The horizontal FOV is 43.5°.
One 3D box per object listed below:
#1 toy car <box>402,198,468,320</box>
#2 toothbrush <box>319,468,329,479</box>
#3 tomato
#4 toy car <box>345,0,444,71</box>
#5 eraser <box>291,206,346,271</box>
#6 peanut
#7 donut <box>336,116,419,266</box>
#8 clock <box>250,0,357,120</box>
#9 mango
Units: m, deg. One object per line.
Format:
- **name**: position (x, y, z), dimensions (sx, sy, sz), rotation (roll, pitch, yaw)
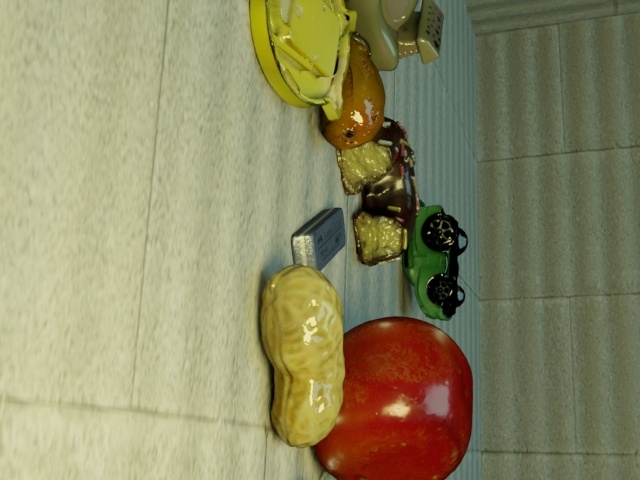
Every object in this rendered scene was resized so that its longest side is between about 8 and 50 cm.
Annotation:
- **toy car**: position (0.313, 0.042, 2.247), dimensions (0.213, 0.176, 0.359), rotation (20, 72, -69)
- **toothbrush**: position (-0.009, 0.472, 1.474), dimensions (0.017, 0.014, 0.162), rotation (61, 26, -13)
- **tomato**: position (0.135, 0.307, 1.496), dimensions (0.293, 0.289, 0.325), rotation (-71, 145, -47)
- **toy car**: position (0.119, -0.534, 1.670), dimensions (0.336, 0.226, 0.242), rotation (68, 27, -46)
- **eraser**: position (0.000, 0.000, 1.535), dimensions (0.225, 0.036, 0.082), rotation (-42, 129, -66)
- **peanut**: position (-0.028, 0.190, 1.295), dimensions (0.147, 0.146, 0.306), rotation (-48, 136, -64)
- **donut**: position (0.144, -0.127, 1.831), dimensions (0.259, 0.136, 0.345), rotation (-48, 133, -60)
- **clock**: position (-0.037, -0.372, 1.425), dimensions (0.293, 0.071, 0.277), rotation (41, 55, -52)
- **mango**: position (0.054, -0.298, 1.605), dimensions (0.151, 0.156, 0.249), rotation (3, 63, -29)
